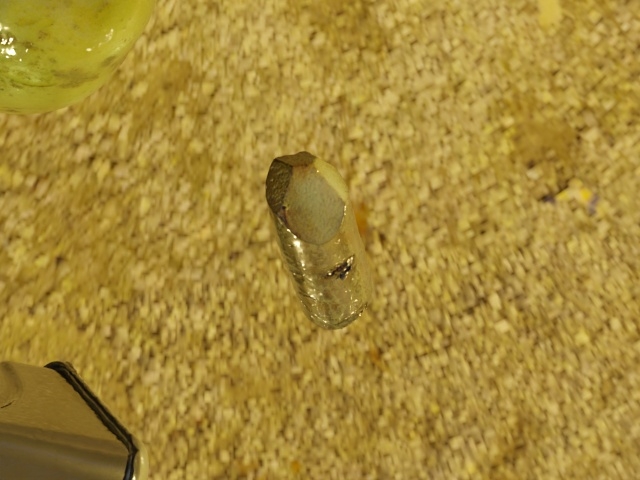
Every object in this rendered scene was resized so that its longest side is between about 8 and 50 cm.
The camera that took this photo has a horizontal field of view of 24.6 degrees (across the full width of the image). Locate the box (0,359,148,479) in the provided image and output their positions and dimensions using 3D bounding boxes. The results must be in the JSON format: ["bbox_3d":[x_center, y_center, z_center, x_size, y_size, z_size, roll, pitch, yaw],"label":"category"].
[{"bbox_3d":[-0.291,0.186,1.353,0.178,0.274,0.138,20,93,-31],"label":"box"}]

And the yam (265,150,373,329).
[{"bbox_3d":[0.000,0.000,1.170,0.069,0.070,0.146,-15,130,1],"label":"yam"}]

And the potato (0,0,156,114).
[{"bbox_3d":[-0.269,-0.222,1.315,0.304,0.216,0.216,-25,114,40],"label":"potato"}]
